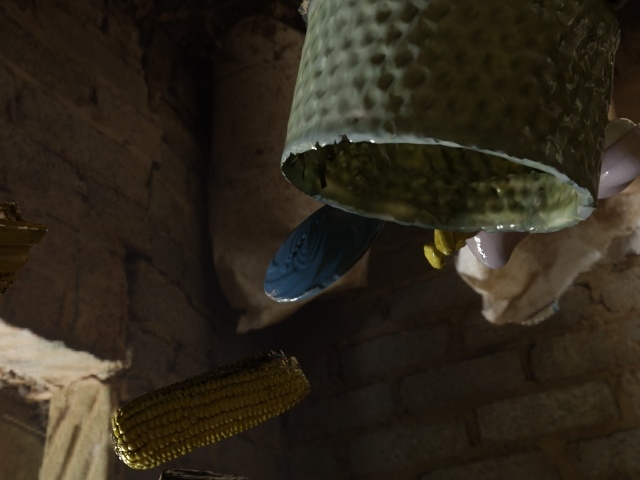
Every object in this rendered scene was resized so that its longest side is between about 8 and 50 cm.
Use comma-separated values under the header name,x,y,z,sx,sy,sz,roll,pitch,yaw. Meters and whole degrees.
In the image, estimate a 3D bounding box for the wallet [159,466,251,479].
name,x,y,z,sx,sy,sz,roll,pitch,yaw
wallet,-0.248,0.603,1.228,0.062,0.405,0.228,10,168,35

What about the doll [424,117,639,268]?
name,x,y,z,sx,sy,sz,roll,pitch,yaw
doll,0.309,-0.064,0.944,0.365,0.094,0.160,-32,169,-8

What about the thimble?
name,x,y,z,sx,sy,sz,roll,pitch,yaw
thimble,0.101,-0.107,0.602,0.271,0.150,0.271,10,169,2

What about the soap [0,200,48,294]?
name,x,y,z,sx,sy,sz,roll,pitch,yaw
soap,-0.547,0.030,1.006,0.204,0.096,0.324,-53,171,6

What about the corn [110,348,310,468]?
name,x,y,z,sx,sy,sz,roll,pitch,yaw
corn,-0.110,0.168,0.725,0.203,0.072,0.072,-18,150,-12

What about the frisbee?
name,x,y,z,sx,sy,sz,roll,pitch,yaw
frisbee,-0.003,-0.003,1.348,0.290,0.289,0.049,-27,117,31
